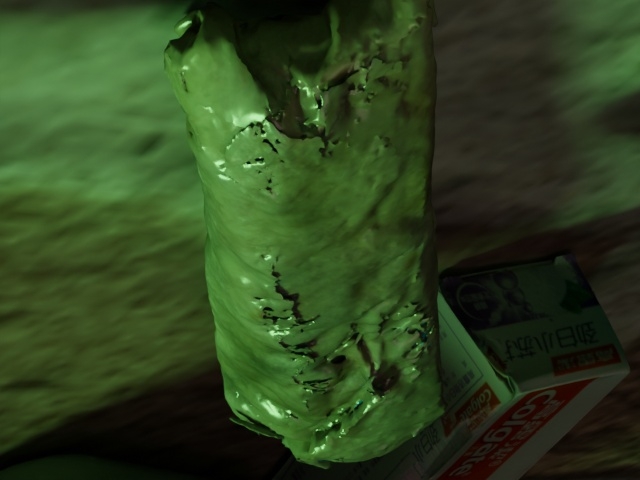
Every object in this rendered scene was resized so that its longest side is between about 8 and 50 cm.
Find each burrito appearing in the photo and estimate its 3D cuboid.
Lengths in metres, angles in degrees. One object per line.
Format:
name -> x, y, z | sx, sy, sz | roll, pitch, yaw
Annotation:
burrito -> 0.000, 0.002, 0.391 | 0.051, 0.042, 0.171 | -10, 153, -3

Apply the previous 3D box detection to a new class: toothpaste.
toothpaste -> 0.019, 0.072, 0.555 | 0.047, 0.040, 0.196 | -10, 152, -31

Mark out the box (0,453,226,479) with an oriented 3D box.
box -> -0.112, 0.197, 0.527 | 0.312, 0.182, 0.175 | -31, 155, 20
